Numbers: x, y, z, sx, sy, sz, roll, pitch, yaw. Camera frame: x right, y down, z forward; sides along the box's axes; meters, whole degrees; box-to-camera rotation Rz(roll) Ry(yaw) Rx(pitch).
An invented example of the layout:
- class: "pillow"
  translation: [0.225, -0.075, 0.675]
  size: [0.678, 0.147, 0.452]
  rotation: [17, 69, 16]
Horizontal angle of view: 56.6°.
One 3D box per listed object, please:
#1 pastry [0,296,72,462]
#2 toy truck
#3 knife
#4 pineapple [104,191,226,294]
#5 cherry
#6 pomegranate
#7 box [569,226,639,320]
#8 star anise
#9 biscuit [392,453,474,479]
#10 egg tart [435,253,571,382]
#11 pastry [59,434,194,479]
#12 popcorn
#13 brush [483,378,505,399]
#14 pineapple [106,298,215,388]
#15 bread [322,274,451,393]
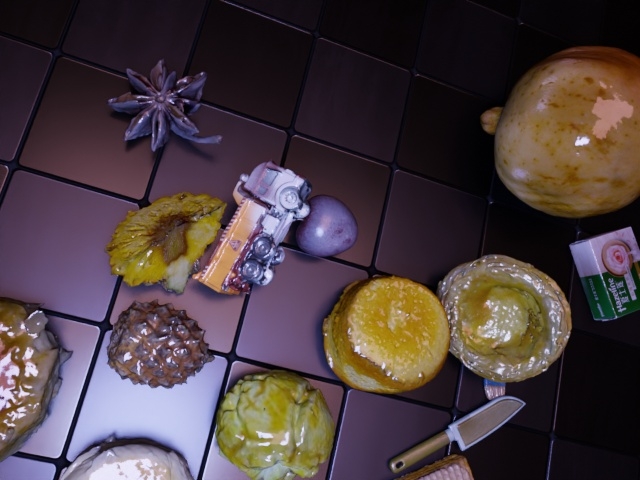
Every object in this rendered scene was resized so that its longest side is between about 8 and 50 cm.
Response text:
- class: "pastry"
  translation: [-0.598, 0.238, 0.988]
  size: [0.329, 0.136, 0.330]
  rotation: [3, 79, -17]
- class: "toy truck"
  translation: [-0.126, -0.018, 1.150]
  size: [0.135, 0.114, 0.271]
  rotation: [28, 86, 12]
- class: "knife"
  translation: [0.298, 0.416, 1.271]
  size: [0.342, 0.027, 0.061]
  rotation: [-24, 87, -16]
- class: "pineapple"
  translation: [-0.300, 0.009, 1.151]
  size: [0.139, 0.164, 0.249]
  rotation: [32, 62, 33]
- class: "cherry"
  translation: [0.004, 0.002, 1.232]
  size: [0.148, 0.115, 0.188]
  rotation: [27, 76, -52]
- class: "pomegranate"
  translation: [0.548, -0.242, 1.321]
  size: [0.409, 0.410, 0.411]
  rotation: [3, 79, -16]
- class: "box"
  translation: [0.703, 0.079, 1.428]
  size: [0.135, 0.081, 0.199]
  rotation: [-15, 82, -18]
- class: "star anise"
  translation: [-0.305, -0.261, 1.195]
  size: [0.209, 0.089, 0.231]
  rotation: [-30, 83, -7]
- class: "biscuit"
  translation: [0.143, 0.538, 1.188]
  size: [0.378, 0.054, 0.094]
  rotation: [-16, 85, -19]
- class: "egg tart"
  translation: [0.381, 0.161, 1.263]
  size: [0.118, 0.288, 0.288]
  rotation: [-15, 82, -63]
- class: "pastry"
  translation: [-0.330, 0.468, 1.022]
  size: [0.264, 0.133, 0.265]
  rotation: [3, 78, -17]
- class: "popcorn"
  translation: [-0.082, 0.340, 1.098]
  size: [0.221, 0.184, 0.204]
  rotation: [21, 44, -9]
- class: "brush"
  translation: [0.389, 0.274, 1.332]
  size: [0.051, 0.014, 0.164]
  rotation: [6, 77, -17]
- class: "pineapple"
  translation: [-0.280, 0.193, 1.078]
  size: [0.193, 0.166, 0.166]
  rotation: [22, 73, -30]
- class: "bread"
  translation: [0.142, 0.186, 1.209]
  size: [0.268, 0.146, 0.269]
  rotation: [4, 74, -15]
